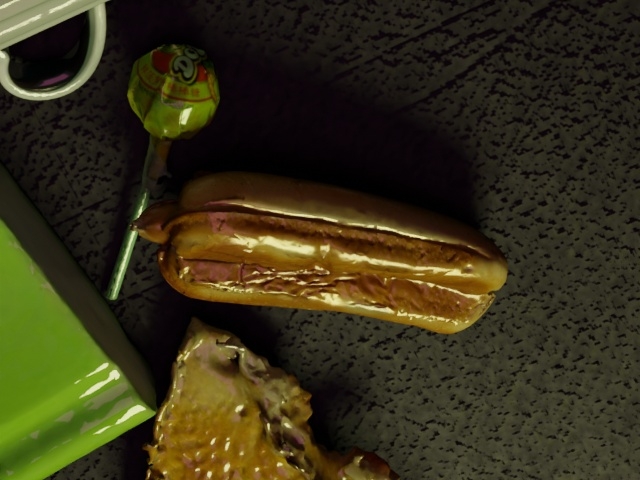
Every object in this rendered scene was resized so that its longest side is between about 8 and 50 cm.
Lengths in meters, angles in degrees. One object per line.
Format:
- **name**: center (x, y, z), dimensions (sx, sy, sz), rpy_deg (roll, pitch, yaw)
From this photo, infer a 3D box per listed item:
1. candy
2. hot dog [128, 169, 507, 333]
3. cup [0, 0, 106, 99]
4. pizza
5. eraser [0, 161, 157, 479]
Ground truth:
- **candy**: center (-0.112, -0.040, 1.212), dimensions (0.058, 0.062, 0.194), rpy_deg (16, 121, -9)
- **hot dog**: center (0.000, 0.000, 1.214), dimensions (0.249, 0.076, 0.102), rpy_deg (8, 140, -15)
- **cup**: center (-0.182, -0.191, 1.100), dimensions (0.202, 0.221, 0.167), rpy_deg (-21, 79, 2)
- **pizza**: center (-0.036, 0.187, 1.299), dimensions (0.189, 0.071, 0.297), rpy_deg (-28, 109, 21)
- **eraser**: center (-0.277, 0.095, 1.231), dimensions (0.274, 0.092, 0.210), rpy_deg (-32, 113, 8)
